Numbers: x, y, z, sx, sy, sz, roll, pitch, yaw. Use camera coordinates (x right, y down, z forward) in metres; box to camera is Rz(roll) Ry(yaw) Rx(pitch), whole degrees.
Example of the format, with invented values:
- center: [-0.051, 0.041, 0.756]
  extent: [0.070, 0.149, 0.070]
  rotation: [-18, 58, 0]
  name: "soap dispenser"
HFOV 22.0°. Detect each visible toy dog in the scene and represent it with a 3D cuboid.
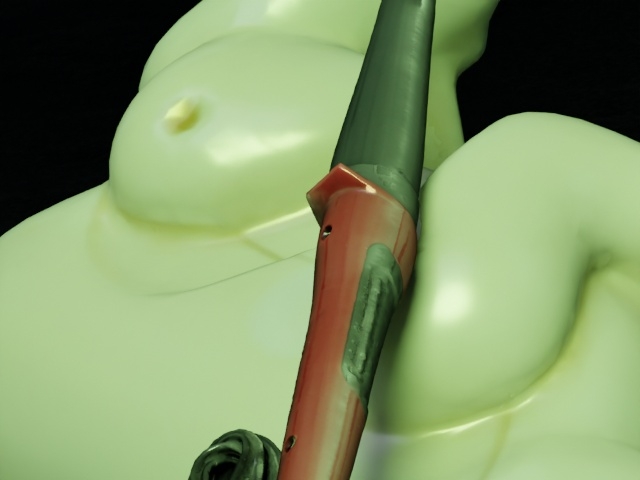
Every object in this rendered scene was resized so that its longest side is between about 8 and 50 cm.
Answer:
- center: [0.023, 0.097, 0.573]
  extent: [0.395, 0.285, 0.408]
  rotation: [-16, 34, -15]
  name: "toy dog"

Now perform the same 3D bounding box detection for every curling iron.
- center: [0.000, 0.000, 0.490]
  extent: [0.068, 0.035, 0.274]
  rotation: [-6, 43, 25]
  name: "curling iron"
